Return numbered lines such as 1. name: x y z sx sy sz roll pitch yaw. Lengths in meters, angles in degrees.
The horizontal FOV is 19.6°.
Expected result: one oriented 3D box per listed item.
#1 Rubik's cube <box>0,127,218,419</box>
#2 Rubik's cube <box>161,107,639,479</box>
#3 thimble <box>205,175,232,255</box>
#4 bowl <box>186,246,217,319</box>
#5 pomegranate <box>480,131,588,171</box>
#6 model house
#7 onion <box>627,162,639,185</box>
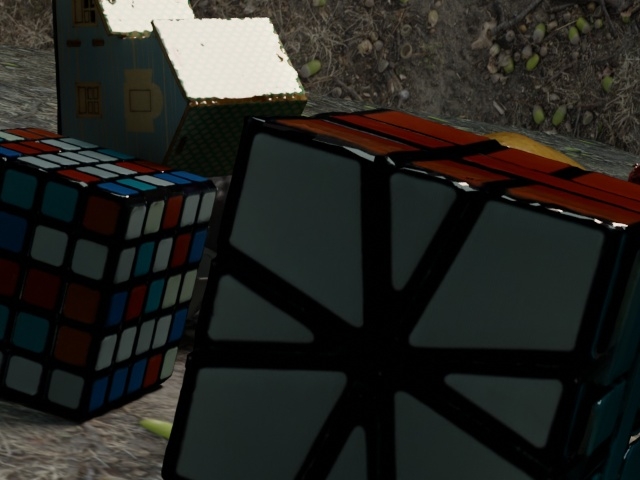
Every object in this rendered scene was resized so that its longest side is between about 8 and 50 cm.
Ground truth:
1. Rubik's cube: -0.212 0.019 1.482 0.187 0.182 0.184 17 10 14
2. Rubik's cube: 0.089 0.075 1.315 0.293 0.288 0.283 16 9 22
3. thimble: 0.000 0.000 1.782 0.172 0.205 0.236 26 -16 50
4. bowl: -0.178 0.043 1.672 0.189 0.086 0.189 12 11 -2
5. pomegranate: 0.135 0.037 1.591 0.281 0.281 0.281 14 10 -3
6. model house: -0.117 -0.127 1.630 0.178 0.271 0.206 -3 5 -40
7. onion: 0.373 0.011 2.098 0.273 0.285 0.273 -4 -10 -1
